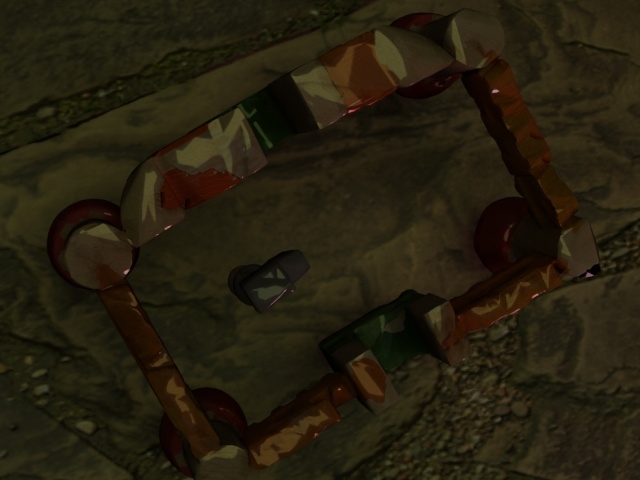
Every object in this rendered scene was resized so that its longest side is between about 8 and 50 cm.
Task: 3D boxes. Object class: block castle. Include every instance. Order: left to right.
[{"bbox_3d":[0.000,0.000,0.931,0.453,0.213,0.303,-31,101,-10],"label":"block castle"}]
